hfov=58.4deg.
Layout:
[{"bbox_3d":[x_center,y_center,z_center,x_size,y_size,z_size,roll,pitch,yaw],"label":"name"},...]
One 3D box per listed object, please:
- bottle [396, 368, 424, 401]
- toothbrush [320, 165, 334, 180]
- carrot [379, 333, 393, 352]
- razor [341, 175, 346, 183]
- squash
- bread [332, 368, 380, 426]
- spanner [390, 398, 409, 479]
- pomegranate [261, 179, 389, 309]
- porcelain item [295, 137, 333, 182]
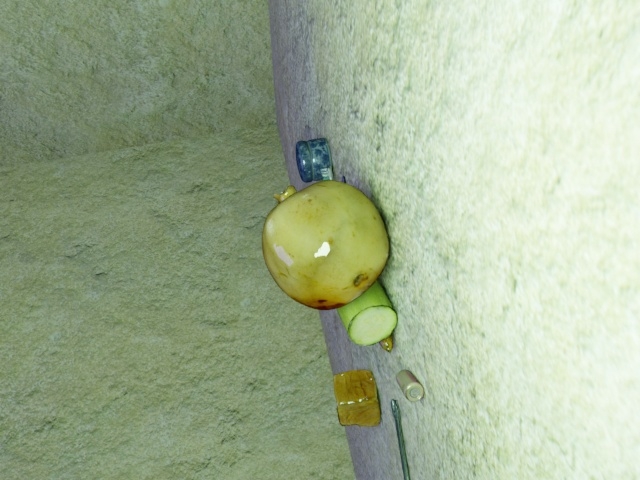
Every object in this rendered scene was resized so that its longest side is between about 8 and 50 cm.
[{"bbox_3d":[0.200,0.327,1.299,0.096,0.045,0.045,-131,31,-79],"label":"bottle"},{"bbox_3d":[0.057,-0.059,1.993,0.042,0.040,0.418,-78,-22,-65],"label":"toothbrush"},{"bbox_3d":[0.140,0.169,1.541,0.066,0.066,0.314,86,167,-46],"label":"carrot"},{"bbox_3d":[0.057,-0.154,1.825,0.190,0.033,0.066,130,129,-82],"label":"razor"},{"bbox_3d":[0.093,0.137,1.465,0.247,0.132,0.133,-115,15,-50],"label":"squash"},{"bbox_3d":[0.119,0.529,1.916,0.149,0.143,0.158,-98,2,-46],"label":"bread"},{"bbox_3d":[0.229,0.587,1.598,0.071,0.017,0.302,-164,64,-83],"label":"spanner"},{"bbox_3d":[0.000,0.000,1.334,0.319,0.318,0.320,169,90,-84],"label":"pomegranate"},{"bbox_3d":[-0.026,-0.277,1.988,0.147,0.114,0.147,170,90,-83],"label":"porcelain item"}]
